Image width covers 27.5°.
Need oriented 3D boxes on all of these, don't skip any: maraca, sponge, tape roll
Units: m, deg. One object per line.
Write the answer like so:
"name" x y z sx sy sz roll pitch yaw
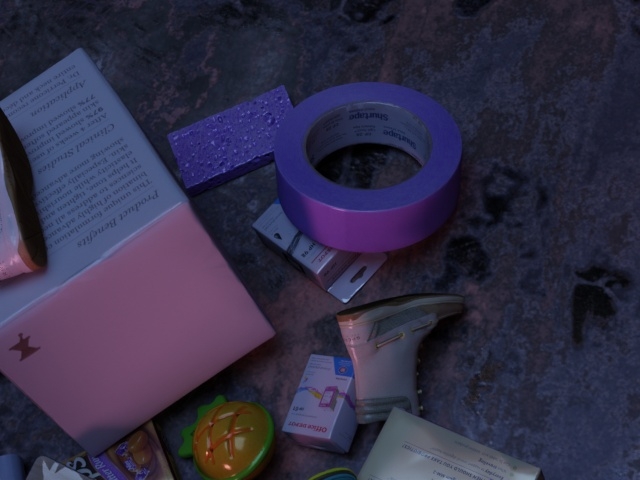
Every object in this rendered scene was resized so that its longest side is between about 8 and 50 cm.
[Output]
"maraca" -0.132 0.275 1.817 0.127 0.099 0.185 -52 34 -17
"sponge" -0.134 -0.160 2.097 0.210 0.031 0.117 -23 57 3
"tape roll" 0.070 -0.112 1.929 0.274 0.090 0.275 -2 48 2

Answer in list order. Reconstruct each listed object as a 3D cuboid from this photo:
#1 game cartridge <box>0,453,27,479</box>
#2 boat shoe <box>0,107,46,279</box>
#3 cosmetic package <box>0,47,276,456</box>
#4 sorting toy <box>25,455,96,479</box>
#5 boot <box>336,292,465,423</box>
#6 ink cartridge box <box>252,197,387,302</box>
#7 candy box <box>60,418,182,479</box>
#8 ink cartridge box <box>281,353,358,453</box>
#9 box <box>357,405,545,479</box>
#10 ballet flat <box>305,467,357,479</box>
"game cartridge" -0.551 0.443 1.872 0.297 0.062 0.198 -21 54 4
"boat shoe" -0.425 -0.065 1.677 0.096 0.098 0.277 -23 51 5
"cosmetic package" -0.331 0.015 1.856 0.329 0.327 0.394 -34 49 -3
"sorting toy" -0.334 0.448 1.738 0.257 0.089 0.255 22 77 16
"boot" 0.122 0.159 1.804 0.077 0.213 0.165 -8 91 52
"ink cartridge box" 0.000 0.000 1.949 0.180 0.060 0.104 36 75 30
"candy box" -0.297 0.344 1.851 0.186 0.053 0.109 -28 58 1
"ink cartridge box" 0.012 0.225 1.811 0.088 0.052 0.122 2 62 39
"box" 0.142 0.372 1.664 0.213 0.117 0.243 20 68 26
"ballet flat" -0.055 0.357 1.629 0.231 0.077 0.077 -42 27 -14
